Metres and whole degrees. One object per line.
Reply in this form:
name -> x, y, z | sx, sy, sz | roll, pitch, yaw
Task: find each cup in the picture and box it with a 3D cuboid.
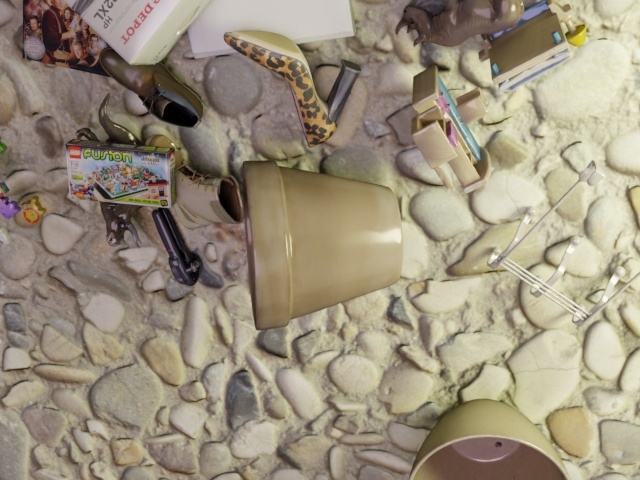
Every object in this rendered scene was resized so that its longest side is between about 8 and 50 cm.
cup -> 0.355, 0.473, 1.653 | 0.331, 0.237, 0.331 | 4, 115, 8

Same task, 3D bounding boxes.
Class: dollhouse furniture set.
dollhouse furniture set -> 0.334, -0.229, 1.314 | 0.303, 0.286, 0.198 | -27, 116, 23

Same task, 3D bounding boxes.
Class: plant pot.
plant pot -> 0.000, 0.000, 1.482 | 0.280, 0.323, 0.323 | -4, 115, -8

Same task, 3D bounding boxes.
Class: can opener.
can opener -> -0.310, 0.015, 1.647 | 0.073, 0.059, 0.186 | -15, 112, 16

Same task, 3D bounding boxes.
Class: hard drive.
hard drive -> -0.102, -0.453, 1.409 | 0.307, 0.040, 0.203 | -5, 114, 12

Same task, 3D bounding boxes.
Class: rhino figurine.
rhino figurine -> 0.238, -0.396, 1.352 | 0.243, 0.073, 0.106 | -11, 101, 30

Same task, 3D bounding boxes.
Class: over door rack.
over door rack -> 0.508, 0.005, 1.468 | 0.239, 0.108, 0.324 | 33, 136, -6

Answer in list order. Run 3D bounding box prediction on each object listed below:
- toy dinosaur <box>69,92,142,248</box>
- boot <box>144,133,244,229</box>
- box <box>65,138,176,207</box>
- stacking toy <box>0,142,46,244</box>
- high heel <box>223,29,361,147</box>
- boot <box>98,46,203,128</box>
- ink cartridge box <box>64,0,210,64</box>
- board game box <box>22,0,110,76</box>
toy dinosaur -> -0.416, -0.151, 1.576 | 0.160, 0.121, 0.314 | 11, 111, -9
boot -> -0.244, -0.120, 1.526 | 0.165, 0.077, 0.213 | -2, 121, 45
box -> -0.383, -0.129, 1.494 | 0.207, 0.036, 0.114 | 5, 114, 8
stacking toy -> -0.670, -0.104, 1.591 | 0.052, 0.167, 0.221 | -20, 111, 17
high heel -> -0.075, -0.274, 1.432 | 0.261, 0.093, 0.186 | 16, 124, -17
boot -> -0.309, -0.285, 1.449 | 0.219, 0.106, 0.082 | 28, 108, -26
ink cartridge box -> -0.349, -0.490, 1.342 | 0.307, 0.129, 0.223 | 44, 107, -2
board game box -> -0.445, -0.407, 1.484 | 0.243, 0.042, 0.165 | 12, 116, 3
